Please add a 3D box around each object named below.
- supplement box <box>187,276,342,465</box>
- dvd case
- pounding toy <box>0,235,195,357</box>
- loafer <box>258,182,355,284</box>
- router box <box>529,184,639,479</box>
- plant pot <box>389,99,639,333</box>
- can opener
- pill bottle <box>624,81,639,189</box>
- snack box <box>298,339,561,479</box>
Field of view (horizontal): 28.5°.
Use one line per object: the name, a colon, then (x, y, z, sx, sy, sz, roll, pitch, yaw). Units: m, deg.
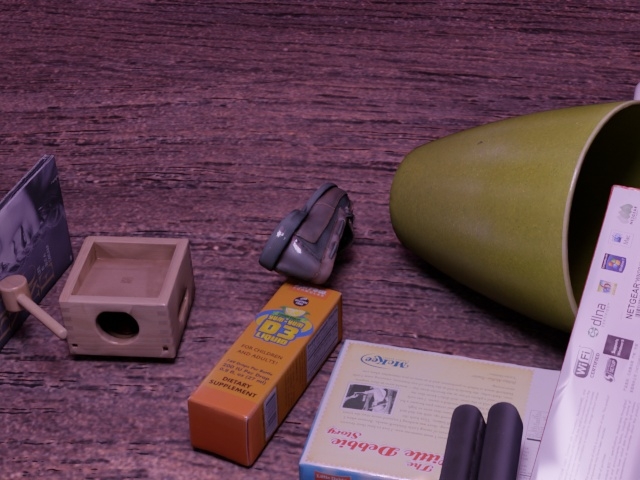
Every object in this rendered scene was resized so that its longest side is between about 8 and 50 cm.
supplement box: (-0.057, 0.139, 1.400, 0.078, 0.080, 0.233, 15, 38, 21)
dvd case: (-0.364, 0.023, 1.505, 0.018, 0.164, 0.221, 11, 39, 17)
pounding toy: (-0.267, 0.084, 1.475, 0.206, 0.094, 0.181, 1, 37, 7)
loafer: (0.000, 0.000, 1.549, 0.084, 0.096, 0.267, 32, 20, 6)
router box: (0.241, 0.177, 1.063, 0.082, 0.301, 0.335, 13, 60, 17)
plant pot: (0.234, -0.034, 1.488, 0.294, 0.274, 0.275, 9, 36, 41)
can opener: (0.142, 0.283, 1.155, 0.076, 0.095, 0.283, -7, 42, 25)
pill bottle: (0.551, -0.095, 1.568, 0.334, 0.187, 0.188, 7, 38, 13)
snack box: (0.156, 0.206, 1.306, 0.322, 0.060, 0.187, 8, 40, 14)
